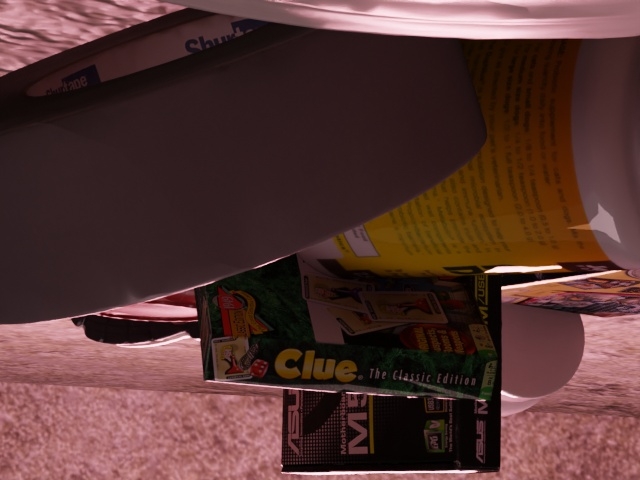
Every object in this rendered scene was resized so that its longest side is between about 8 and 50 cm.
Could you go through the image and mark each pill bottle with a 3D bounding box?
[{"bbox_3d":[0.133,0.091,1.645,0.121,0.121,0.221,6,170,-15],"label":"pill bottle"},{"bbox_3d":[0.091,-0.043,0.868,0.215,0.117,0.117,-3,169,32],"label":"pill bottle"}]

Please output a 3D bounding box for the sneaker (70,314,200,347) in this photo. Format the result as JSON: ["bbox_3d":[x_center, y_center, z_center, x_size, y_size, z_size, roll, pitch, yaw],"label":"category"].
[{"bbox_3d":[-0.059,0.028,1.488,0.275,0.107,0.110,5,-169,17],"label":"sneaker"}]

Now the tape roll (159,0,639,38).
[{"bbox_3d":[0.035,-0.129,0.436,0.286,0.100,0.286,3,171,1],"label":"tape roll"}]

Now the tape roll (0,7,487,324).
[{"bbox_3d":[-0.050,-0.043,0.752,0.219,0.072,0.219,-18,-167,4],"label":"tape roll"}]

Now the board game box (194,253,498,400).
[{"bbox_3d":[0.000,0.000,0.991,0.136,0.030,0.259,2,-153,-9],"label":"board game box"}]

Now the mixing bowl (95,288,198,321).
[{"bbox_3d":[-0.106,-0.002,1.237,0.181,0.098,0.181,2,171,0],"label":"mixing bowl"}]

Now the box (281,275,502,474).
[{"bbox_3d":[0.044,0.057,1.263,0.045,0.190,0.184,8,170,-39],"label":"box"}]

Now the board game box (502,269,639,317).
[{"bbox_3d":[0.233,0.019,1.423,0.165,0.042,0.243,10,168,-34],"label":"board game box"}]
